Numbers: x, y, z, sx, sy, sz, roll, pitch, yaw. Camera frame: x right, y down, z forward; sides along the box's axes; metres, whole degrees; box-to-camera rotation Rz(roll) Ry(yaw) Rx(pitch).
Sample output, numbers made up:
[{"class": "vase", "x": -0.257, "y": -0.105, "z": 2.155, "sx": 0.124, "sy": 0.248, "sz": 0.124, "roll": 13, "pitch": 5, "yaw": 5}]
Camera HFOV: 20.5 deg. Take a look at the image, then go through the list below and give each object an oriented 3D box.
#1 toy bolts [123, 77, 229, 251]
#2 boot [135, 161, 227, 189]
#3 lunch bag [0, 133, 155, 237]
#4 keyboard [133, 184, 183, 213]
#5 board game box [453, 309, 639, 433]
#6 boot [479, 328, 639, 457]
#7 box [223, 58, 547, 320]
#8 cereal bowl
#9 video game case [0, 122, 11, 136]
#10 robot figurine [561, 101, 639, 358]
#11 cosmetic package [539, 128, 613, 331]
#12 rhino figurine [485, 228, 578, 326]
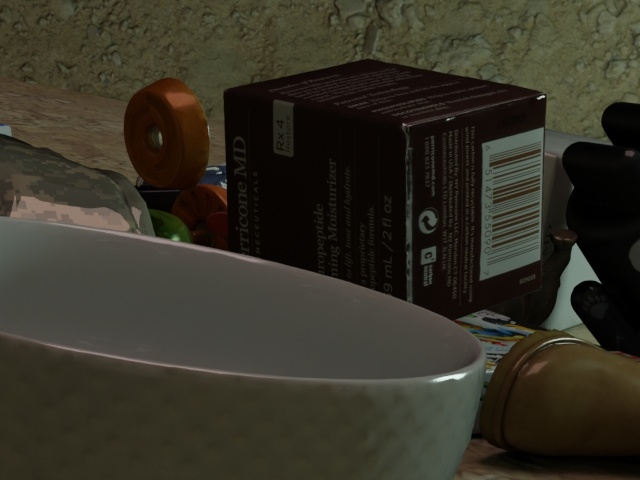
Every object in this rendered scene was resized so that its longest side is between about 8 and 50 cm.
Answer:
[{"class": "toy bolts", "x": -0.063, "y": -0.034, "z": 1.596, "sx": 0.158, "sy": 0.218, "sz": 0.228, "roll": -14, "pitch": 29, "yaw": -39}, {"class": "boot", "x": -0.130, "y": -0.057, "z": 2.209, "sx": 0.190, "sy": 0.069, "sz": 0.086, "roll": -4, "pitch": 21, "yaw": -32}, {"class": "lunch bag", "x": -0.259, "y": 0.007, "z": 1.160, "sx": 0.235, "sy": 0.169, "sz": 0.287, "roll": 7, "pitch": 4, "yaw": -25}, {"class": "keyboard", "x": -0.291, "y": -0.040, "z": 1.747, "sx": 0.317, "sy": 0.033, "sz": 0.201, "roll": -2, "pitch": 7, "yaw": 4}, {"class": "board game box", "x": 0.093, "y": 0.098, "z": 1.380, "sx": 0.193, "sy": 0.053, "sz": 0.305, "roll": 16, "pitch": 10, "yaw": 42}, {"class": "boot", "x": 0.277, "y": 0.138, "z": 1.213, "sx": 0.269, "sy": 0.089, "sz": 0.236, "roll": 18, "pitch": 11, "yaw": 39}, {"class": "box", "x": 0.051, "y": -0.040, "z": 1.404, "sx": 0.167, "sy": 0.169, "sz": 0.203, "roll": -17, "pitch": 23, "yaw": -42}, {"class": "cereal bowl", "x": -0.092, "y": 0.089, "z": 0.877, "sx": 0.339, "sy": 0.141, "sz": 0.339, "roll": 9, "pitch": 8, "yaw": -1}, {"class": "video game case", "x": -0.490, "y": -0.097, "z": 1.854, "sx": 0.269, "sy": 0.061, "sz": 0.244, "roll": 2, "pitch": 7, "yaw": 8}, {"class": "robot figurine", "x": 0.336, "y": 0.001, "z": 1.655, "sx": 0.209, "sy": 0.278, "sz": 0.174, "roll": -27, "pitch": 27, "yaw": 18}, {"class": "cosmetic package", "x": 0.208, "y": -0.015, "z": 1.834, "sx": 0.155, "sy": 0.197, "sz": 0.365, "roll": 14, "pitch": 10, "yaw": 22}, {"class": "rhino figurine", "x": 0.110, "y": 0.044, "z": 1.576, "sx": 0.243, "sy": 0.106, "sz": 0.073, "roll": -6, "pitch": 28, "yaw": -23}]
